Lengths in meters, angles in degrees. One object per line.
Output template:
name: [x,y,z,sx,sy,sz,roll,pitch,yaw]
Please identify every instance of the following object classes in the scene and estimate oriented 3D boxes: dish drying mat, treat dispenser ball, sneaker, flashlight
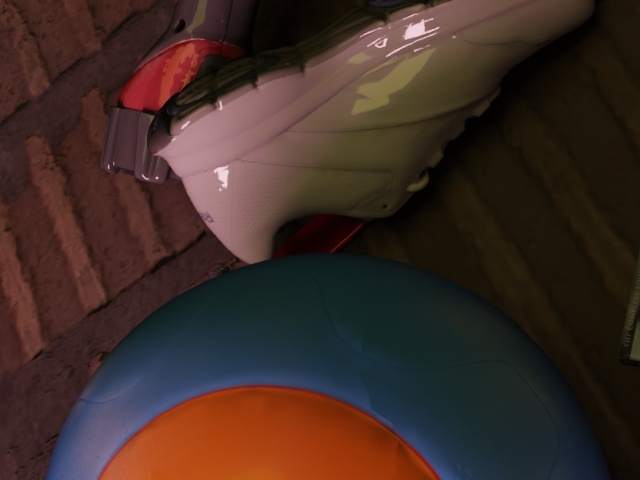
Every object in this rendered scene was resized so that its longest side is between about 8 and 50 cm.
dish drying mat: [0.000,0.000,0.912,0.083,0.008,0.032,-42,58,10]
treat dispenser ball: [0.003,0.150,0.686,0.288,0.288,0.288,-11,67,27]
sneaker: [0.042,-0.090,0.867,0.297,0.129,0.111,-26,19,2]
flashlight: [-0.074,-0.186,0.928,0.103,0.103,0.304,11,93,14]

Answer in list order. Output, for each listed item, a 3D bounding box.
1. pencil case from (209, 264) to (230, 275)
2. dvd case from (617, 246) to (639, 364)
pencil case: [-0.002,0.053,0.860,0.151,0.070,0.065,3,114,30]
dvd case: [0.233,0.035,0.759,0.119,0.013,0.087,7,76,33]
